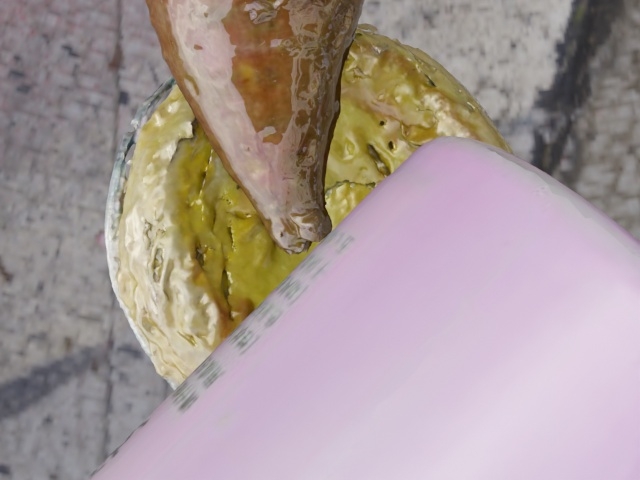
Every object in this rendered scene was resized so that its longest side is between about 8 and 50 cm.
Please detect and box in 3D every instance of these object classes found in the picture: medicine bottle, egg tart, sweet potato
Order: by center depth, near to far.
[{"bbox_3d":[-0.001,0.127,0.463,0.290,0.178,0.178,-46,122,-4],"label":"medicine bottle"},{"bbox_3d":[-0.027,-0.162,0.702,0.131,0.131,0.336,-7,105,9],"label":"sweet potato"},{"bbox_3d":[0.000,0.000,0.824,0.234,0.234,0.094,18,165,-13],"label":"egg tart"}]
